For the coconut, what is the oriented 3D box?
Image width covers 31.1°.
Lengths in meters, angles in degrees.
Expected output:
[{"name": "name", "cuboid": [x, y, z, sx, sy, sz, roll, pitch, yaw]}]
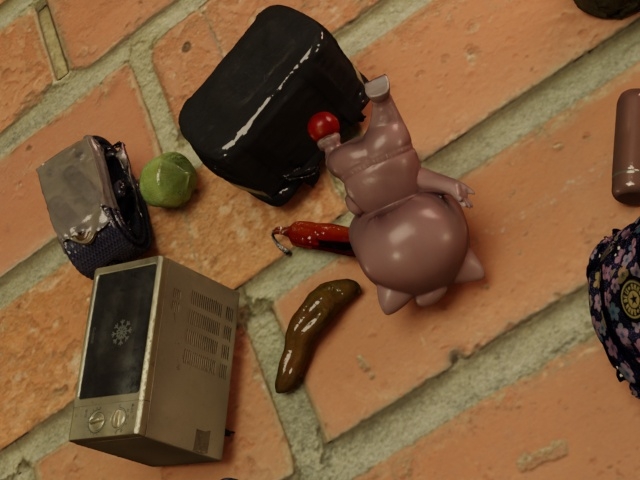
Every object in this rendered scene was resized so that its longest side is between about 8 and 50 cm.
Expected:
[{"name": "coconut", "cuboid": [-0.227, -0.091, 1.739, 0.096, 0.088, 0.087, -9, 63, 42]}]

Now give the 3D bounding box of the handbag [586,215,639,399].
[{"name": "handbag", "cuboid": [0.372, 0.065, 1.236, 0.208, 0.127, 0.228, 125, 136, -57]}]

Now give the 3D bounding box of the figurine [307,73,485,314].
[{"name": "figurine", "cuboid": [0.099, -0.059, 1.465, 0.176, 0.186, 0.287, -30, 91, 11]}]

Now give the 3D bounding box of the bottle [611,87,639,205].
[{"name": "bottle", "cuboid": [0.384, -0.114, 1.400, 0.053, 0.053, 0.140, -3, 66, 30]}]

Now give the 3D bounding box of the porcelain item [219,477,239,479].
[{"name": "porcelain item", "cuboid": [-0.106, 0.375, 1.410, 0.114, 0.147, 0.147, -42, 53, 6]}]

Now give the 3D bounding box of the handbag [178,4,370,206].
[{"name": "handbag", "cuboid": [-0.063, -0.187, 1.624, 0.181, 0.181, 0.254, 37, 87, 38]}]

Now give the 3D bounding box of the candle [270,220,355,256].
[{"name": "candle", "cuboid": [0.000, 0.000, 1.591, 0.162, 0.048, 0.053, 9, 39, 34]}]

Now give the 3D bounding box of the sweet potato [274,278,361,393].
[{"name": "sweet potato", "cuboid": [-0.018, 0.121, 1.535, 0.053, 0.054, 0.182, 30, 88, 46]}]

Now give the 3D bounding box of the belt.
[{"name": "belt", "cuboid": [-0.331, -0.056, 1.750, 0.126, 0.140, 0.230, -33, 53, 16]}]

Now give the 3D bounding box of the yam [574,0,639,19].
[{"name": "yam", "cuboid": [0.361, -0.400, 1.429, 0.161, 0.268, 0.161, -7, 68, 17]}]

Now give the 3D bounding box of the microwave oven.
[{"name": "microwave oven", "cuboid": [-0.217, 0.168, 1.549, 0.145, 0.194, 0.240, -11, 63, 32]}]
